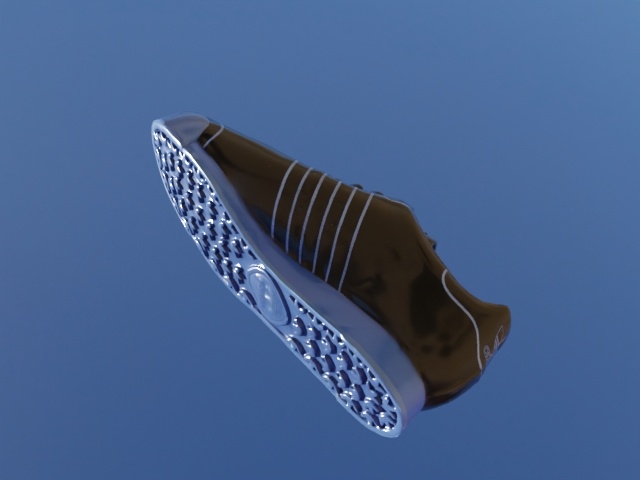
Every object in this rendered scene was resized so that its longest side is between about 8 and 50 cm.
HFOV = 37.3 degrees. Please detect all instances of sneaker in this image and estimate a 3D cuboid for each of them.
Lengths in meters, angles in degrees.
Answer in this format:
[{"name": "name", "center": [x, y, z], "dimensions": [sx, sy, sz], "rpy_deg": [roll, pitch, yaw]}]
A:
[{"name": "sneaker", "center": [0.000, 0.000, 0.519], "dimensions": [0.090, 0.081, 0.232], "rpy_deg": [-30, -118, -26]}]
